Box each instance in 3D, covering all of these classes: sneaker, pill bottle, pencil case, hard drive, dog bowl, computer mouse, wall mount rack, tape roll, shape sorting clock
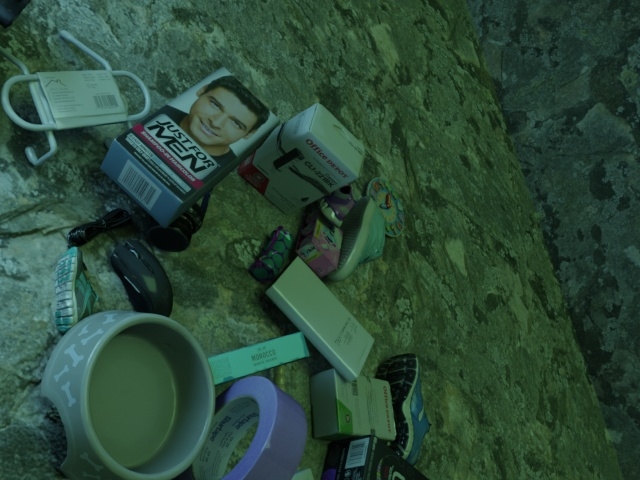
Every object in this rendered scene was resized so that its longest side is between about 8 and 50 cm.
[{"bbox_3d":[0.229,0.470,1.930,0.147,0.130,0.330,49,41,-43],"label":"sneaker"},{"bbox_3d":[-0.314,-0.087,1.561,0.123,0.123,0.219,37,45,-32],"label":"pill bottle"},{"bbox_3d":[-0.121,0.035,1.774,0.151,0.064,0.070,-65,146,-46],"label":"pencil case"},{"bbox_3d":[0.005,0.195,1.778,0.307,0.040,0.203,47,26,-4],"label":"hard drive"},{"bbox_3d":[0.037,-0.136,1.973,0.095,0.104,0.236,40,13,-37],"label":"sneaker"},{"bbox_3d":[-0.464,0.096,1.334,0.076,0.065,0.166,14,69,-51],"label":"sneaker"},{"bbox_3d":[-0.339,0.295,1.298,0.349,0.102,0.349,23,60,-47],"label":"dog bowl"},{"bbox_3d":[-0.400,0.060,1.426,0.184,0.060,0.262,-27,91,-54],"label":"computer mouse"},{"bbox_3d":[0.126,0.018,2.027,0.150,0.135,0.366,47,41,-17],"label":"sneaker"},{"bbox_3d":[-0.534,-0.317,1.430,0.350,0.130,0.304,-21,91,-53],"label":"wall mount rack"},{"bbox_3d":[-0.155,0.404,1.349,0.090,0.275,0.275,42,42,-25],"label":"tape roll"},{"bbox_3d":[0.217,-0.110,2.287,0.206,0.040,0.206,27,51,-39],"label":"shape sorting clock"}]

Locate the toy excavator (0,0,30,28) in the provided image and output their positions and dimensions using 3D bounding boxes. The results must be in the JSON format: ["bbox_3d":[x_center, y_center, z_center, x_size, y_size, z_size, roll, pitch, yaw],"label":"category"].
[{"bbox_3d":[-0.675,-0.521,1.312,0.222,0.445,0.433,36,87,-34],"label":"toy excavator"}]

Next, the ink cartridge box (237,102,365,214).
[{"bbox_3d":[-0.048,-0.208,1.825,0.197,0.273,0.114,40,43,-29],"label":"ink cartridge box"}]

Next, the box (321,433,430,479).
[{"bbox_3d":[0.142,0.617,1.699,0.270,0.143,0.165,44,42,-27],"label":"box"}]

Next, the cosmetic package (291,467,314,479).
[{"bbox_3d":[-0.107,0.572,1.415,0.184,0.151,0.151,-2,71,-51],"label":"cosmetic package"}]

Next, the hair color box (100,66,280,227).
[{"bbox_3d":[-0.271,-0.212,1.510,0.185,0.113,0.374,43,46,-3],"label":"hair color box"}]

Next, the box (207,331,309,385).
[{"bbox_3d":[-0.154,0.263,1.520,0.244,0.100,0.060,-11,80,-33],"label":"box"}]

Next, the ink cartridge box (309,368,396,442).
[{"bbox_3d":[0.084,0.430,1.775,0.219,0.092,0.160,23,52,-42],"label":"ink cartridge box"}]

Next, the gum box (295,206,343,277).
[{"bbox_3d":[0.000,0.000,1.916,0.107,0.062,0.188,47,27,-21],"label":"gum box"}]

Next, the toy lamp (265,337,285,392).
[{"bbox_3d":[-0.096,0.367,1.611,0.080,0.080,0.274,27,49,-39],"label":"toy lamp"}]
